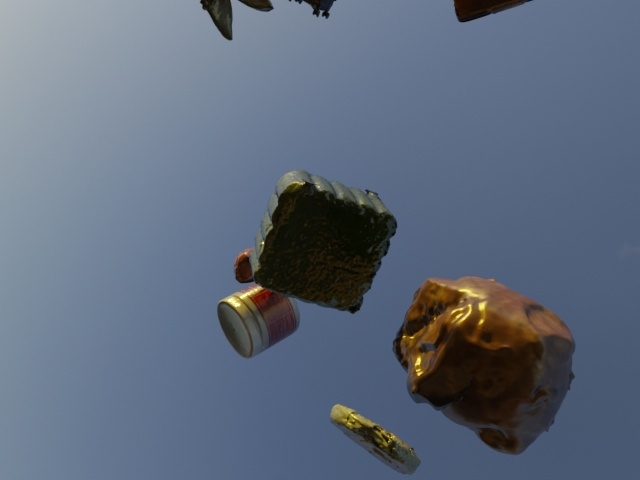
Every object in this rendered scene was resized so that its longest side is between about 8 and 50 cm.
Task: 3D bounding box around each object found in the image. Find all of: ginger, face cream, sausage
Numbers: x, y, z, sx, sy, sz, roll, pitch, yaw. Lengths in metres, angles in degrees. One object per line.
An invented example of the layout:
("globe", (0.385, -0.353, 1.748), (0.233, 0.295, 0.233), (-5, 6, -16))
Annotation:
("ginger", (0.248, 0.164, 0.704), (0.223, 0.269, 0.200), (23, -79, 0))
("face cream", (-0.191, 0.236, 1.457), (0.201, 0.187, 0.201), (31, -47, 39))
("sausage", (-0.128, 0.055, 1.424), (0.102, 0.330, 0.102), (11, -74, 44))

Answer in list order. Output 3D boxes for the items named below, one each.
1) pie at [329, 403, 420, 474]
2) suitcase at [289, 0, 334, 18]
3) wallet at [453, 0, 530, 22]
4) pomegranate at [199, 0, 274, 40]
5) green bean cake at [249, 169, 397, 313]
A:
("pie", (0.044, 0.166, 0.392), (0.084, 0.084, 0.020), (17, -119, 39))
("suitcase", (-0.003, -0.471, 0.825), (0.086, 0.059, 0.126), (33, -59, 8))
("wallet", (0.328, -0.451, 0.840), (0.176, 0.026, 0.095), (-11, -116, 20))
("pomegranate", (-0.118, -0.266, 0.397), (0.131, 0.152, 0.191), (-31, -99, -14))
("green bean cake", (0.000, 0.000, 0.966), (0.156, 0.250, 0.247), (-114, -137, -66))
